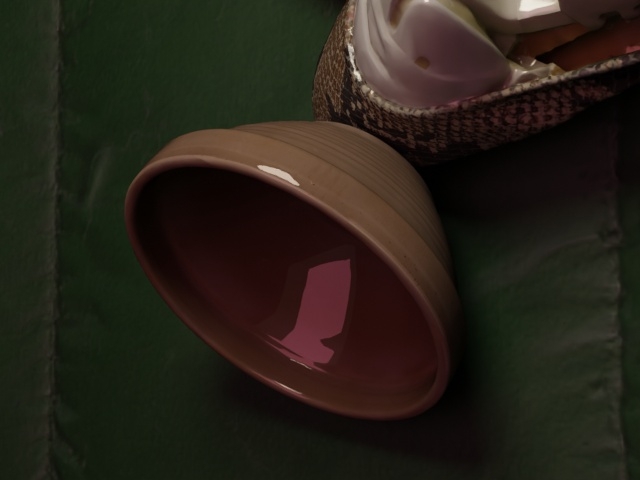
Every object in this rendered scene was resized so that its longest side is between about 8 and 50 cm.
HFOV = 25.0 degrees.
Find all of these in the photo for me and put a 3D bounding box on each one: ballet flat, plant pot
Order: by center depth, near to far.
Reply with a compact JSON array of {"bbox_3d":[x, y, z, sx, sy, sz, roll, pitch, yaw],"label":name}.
[{"bbox_3d":[0.156,-0.160,0.834,0.482,0.182,0.164,-12,76,33],"label":"ballet flat"},{"bbox_3d":[0.000,0.000,0.937,0.237,0.237,0.110,11,52,34],"label":"plant pot"}]
